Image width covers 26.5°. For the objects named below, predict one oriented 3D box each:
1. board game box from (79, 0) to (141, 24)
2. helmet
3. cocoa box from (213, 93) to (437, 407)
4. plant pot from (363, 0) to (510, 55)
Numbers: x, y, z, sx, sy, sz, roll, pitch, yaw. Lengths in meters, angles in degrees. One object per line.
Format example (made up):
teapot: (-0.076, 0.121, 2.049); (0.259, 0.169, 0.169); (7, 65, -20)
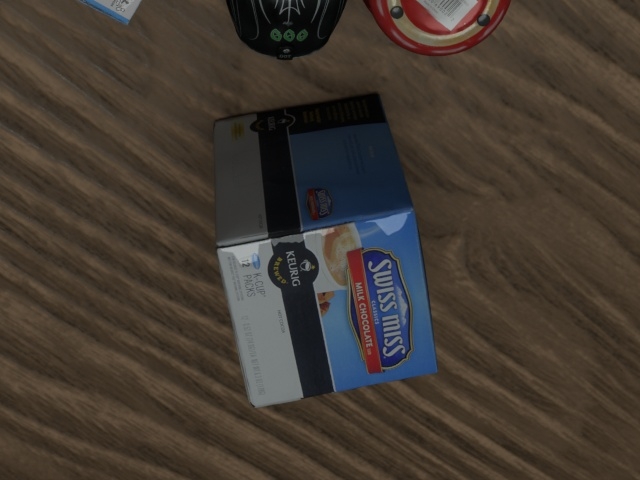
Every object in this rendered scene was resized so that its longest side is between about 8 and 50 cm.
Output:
board game box: (-0.163, -0.422, 1.451); (0.086, 0.302, 0.308); (28, 113, -18)
helmet: (-0.040, -0.317, 1.607); (0.169, 0.169, 0.162); (1, 135, -5)
cocoa box: (0.000, 0.000, 1.662); (0.228, 0.347, 0.231); (-10, 118, 0)
plant pot: (0.136, -0.322, 1.603); (0.191, 0.174, 0.191); (-3, 117, -5)
